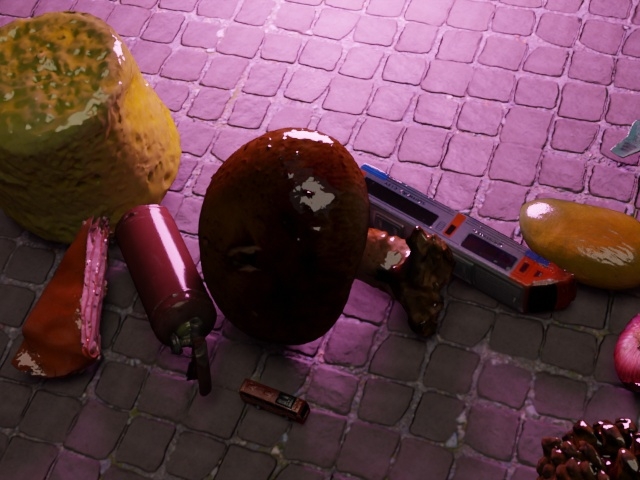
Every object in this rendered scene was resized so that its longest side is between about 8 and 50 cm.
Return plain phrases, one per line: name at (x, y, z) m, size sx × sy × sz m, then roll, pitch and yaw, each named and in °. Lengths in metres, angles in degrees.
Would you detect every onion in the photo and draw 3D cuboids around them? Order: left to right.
onion at (0.522, 0.177, 1.670) m, size 0.150 × 0.140 × 0.150 m, roll -40°, pitch 24°, yaw 23°

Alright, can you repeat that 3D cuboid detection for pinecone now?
pinecone at (0.399, 0.362, 1.479) m, size 0.257 × 0.243 × 0.243 m, roll 20°, pitch 59°, yaw -3°

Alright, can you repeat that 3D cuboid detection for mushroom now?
mushroom at (-0.005, -0.016, 1.749) m, size 0.356 × 0.331 × 0.334 m, roll -19°, pitch 36°, yaw -23°

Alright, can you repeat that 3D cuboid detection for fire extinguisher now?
fire extinguisher at (-0.237, 0.099, 1.809) m, size 0.106 × 0.147 × 0.337 m, roll -13°, pitch 46°, yaw -17°

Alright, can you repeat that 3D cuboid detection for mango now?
mango at (0.421, 0.007, 1.800) m, size 0.237 × 0.091 × 0.137 m, roll 13°, pitch 53°, yaw 23°

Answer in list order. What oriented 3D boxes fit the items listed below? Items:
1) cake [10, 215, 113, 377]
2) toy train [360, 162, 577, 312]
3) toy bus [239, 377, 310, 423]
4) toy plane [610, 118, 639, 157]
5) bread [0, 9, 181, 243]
cake at (-0.386, 0.092, 1.820) m, size 0.135 × 0.098 × 0.287 m, roll 13°, pitch 75°, yaw 27°
toy train at (0.218, 0.007, 1.827) m, size 0.409 × 0.086 × 0.089 m, roll 31°, pitch 66°, yaw 25°
toy bus at (-0.071, 0.245, 1.728) m, size 0.110 × 0.043 × 0.031 m, roll 18°, pitch 59°, yaw 19°
toy plane at (0.652, -0.080, 1.826) m, size 0.155 × 0.106 × 0.382 m, roll -38°, pitch 64°, yaw -4°
bread at (-0.425, -0.194, 1.917) m, size 0.348 × 0.308 × 0.348 m, roll -3°, pitch 60°, yaw 4°
